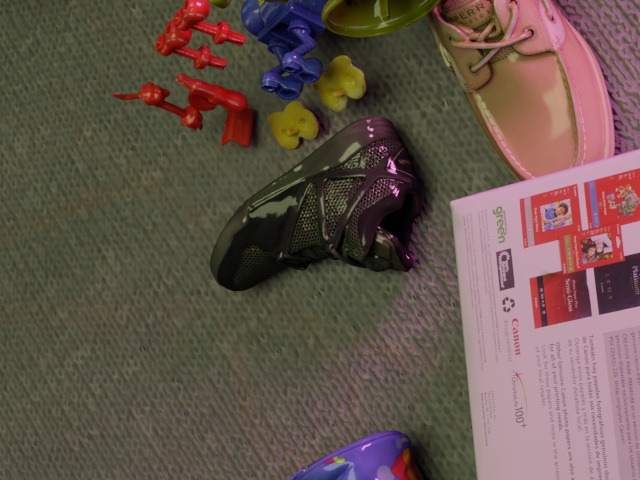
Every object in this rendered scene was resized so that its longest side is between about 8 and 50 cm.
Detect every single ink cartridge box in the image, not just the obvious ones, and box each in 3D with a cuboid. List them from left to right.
[{"bbox_3d":[0.262,0.094,1.584,0.271,0.130,0.309,-15,71,35],"label":"ink cartridge box"}]

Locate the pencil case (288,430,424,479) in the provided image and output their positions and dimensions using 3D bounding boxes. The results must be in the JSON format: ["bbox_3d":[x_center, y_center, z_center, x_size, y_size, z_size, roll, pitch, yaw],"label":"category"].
[{"bbox_3d":[0.062,0.322,1.725,0.133,0.119,0.306,-21,75,4],"label":"pencil case"}]

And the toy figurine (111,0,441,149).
[{"bbox_3d":[-0.031,-0.256,1.768,0.362,0.191,0.217,-38,40,56],"label":"toy figurine"}]

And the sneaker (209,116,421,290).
[{"bbox_3d":[0.000,0.000,1.805,0.227,0.087,0.130,-36,63,18],"label":"sneaker"}]

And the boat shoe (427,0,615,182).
[{"bbox_3d":[0.148,-0.188,1.718,0.121,0.110,0.341,-31,71,25],"label":"boat shoe"}]
